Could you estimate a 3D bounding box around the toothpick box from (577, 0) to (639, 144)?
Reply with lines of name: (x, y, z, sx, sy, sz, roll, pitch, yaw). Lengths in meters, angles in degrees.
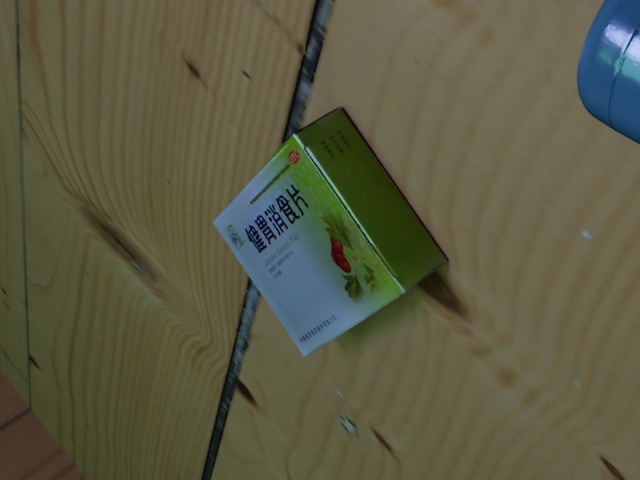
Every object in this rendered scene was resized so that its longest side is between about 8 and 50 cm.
toothpick box: (0.248, -0.082, 0.744, 0.184, 0.120, 0.120, 38, 147, 28)

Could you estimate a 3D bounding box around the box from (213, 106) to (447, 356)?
box: (0.001, 0.001, 1.293, 0.175, 0.062, 0.260, 56, 153, 3)
